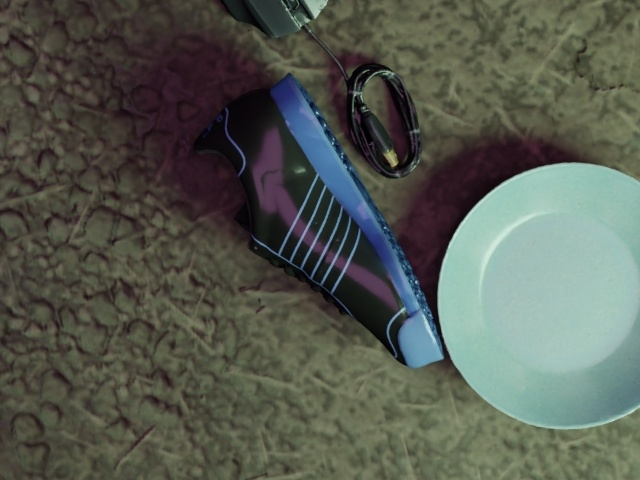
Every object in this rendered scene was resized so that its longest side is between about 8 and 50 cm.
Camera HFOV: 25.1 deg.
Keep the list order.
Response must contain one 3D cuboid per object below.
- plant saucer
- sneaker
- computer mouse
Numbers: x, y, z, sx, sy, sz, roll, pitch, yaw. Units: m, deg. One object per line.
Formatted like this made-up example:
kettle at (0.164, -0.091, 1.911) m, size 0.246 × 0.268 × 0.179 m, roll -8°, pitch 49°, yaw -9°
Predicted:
plant saucer at (0.179, 0.039, 1.050) m, size 0.195 × 0.037 × 0.195 m, roll 0°, pitch 95°, yaw -6°
sneaker at (0.000, 0.000, 1.017) m, size 0.090 × 0.081 × 0.232 m, roll -30°, pitch 94°, yaw 8°
computer mouse at (-0.005, -0.146, 1.019) m, size 0.071 × 0.041 × 0.242 m, roll -39°, pitch 97°, yaw -2°
